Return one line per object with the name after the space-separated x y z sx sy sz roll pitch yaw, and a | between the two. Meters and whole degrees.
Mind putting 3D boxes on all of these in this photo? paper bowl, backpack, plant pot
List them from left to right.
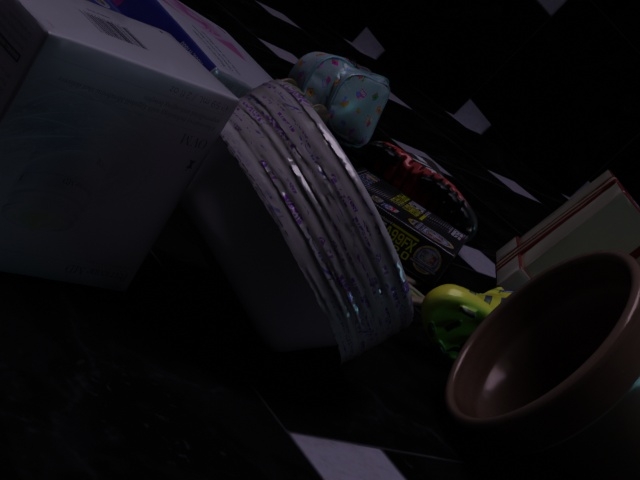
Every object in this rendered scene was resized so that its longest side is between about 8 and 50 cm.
-0.038 -0.004 1.197 0.284 0.148 0.284 57 -10 15 | paper bowl
0.029 -0.276 2.332 0.188 0.165 0.144 21 9 -29 | backpack
0.303 0.179 1.318 0.229 0.263 0.263 48 10 -16 | plant pot

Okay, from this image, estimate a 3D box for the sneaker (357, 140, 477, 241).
0.195 -0.085 2.173 0.276 0.097 0.135 40 19 33 | sneaker

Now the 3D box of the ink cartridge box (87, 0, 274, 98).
-0.200 -0.300 1.882 0.330 0.071 0.324 26 18 -49 | ink cartridge box

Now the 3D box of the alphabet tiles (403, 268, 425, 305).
0.000 0.000 1.673 0.285 0.011 0.343 41 17 32 | alphabet tiles

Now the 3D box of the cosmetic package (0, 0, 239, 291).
-0.234 -0.090 1.071 0.224 0.224 0.138 13 26 -50 | cosmetic package

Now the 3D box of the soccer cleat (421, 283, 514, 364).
0.218 0.105 1.554 0.289 0.093 0.121 27 42 -42 | soccer cleat

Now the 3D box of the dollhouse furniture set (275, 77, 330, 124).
-0.103 -0.247 2.095 0.161 0.101 0.182 16 21 -45 | dollhouse furniture set

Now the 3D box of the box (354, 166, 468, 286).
0.117 -0.028 1.875 0.216 0.060 0.270 33 12 7 | box

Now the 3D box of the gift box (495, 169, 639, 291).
0.409 0.086 1.763 0.276 0.258 0.255 52 14 1 | gift box
